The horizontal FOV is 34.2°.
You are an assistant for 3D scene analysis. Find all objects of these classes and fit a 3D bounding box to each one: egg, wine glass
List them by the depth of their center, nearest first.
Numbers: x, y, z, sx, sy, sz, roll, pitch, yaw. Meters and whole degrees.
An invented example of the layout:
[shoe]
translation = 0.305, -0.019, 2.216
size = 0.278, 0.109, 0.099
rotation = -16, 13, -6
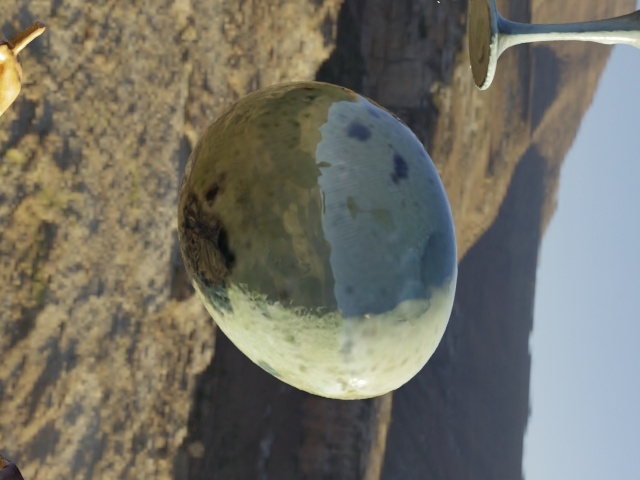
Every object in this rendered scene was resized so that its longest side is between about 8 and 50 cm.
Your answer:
[wine glass]
translation = 0.290, -0.236, 1.017
size = 0.264, 0.310, 0.096
rotation = -98, -174, -58
[egg]
translation = 0.000, 0.000, 1.327
size = 0.345, 0.345, 0.428
rotation = 71, -5, -72

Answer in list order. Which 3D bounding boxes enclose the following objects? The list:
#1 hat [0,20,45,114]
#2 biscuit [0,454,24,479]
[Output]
[hat]
translation = -0.468, -0.246, 1.338
size = 0.244, 0.233, 0.233
rotation = 64, 9, -67
[biscuit]
translation = -0.403, 0.272, 1.043
size = 0.107, 0.326, 0.325
rotation = -34, 133, -45
